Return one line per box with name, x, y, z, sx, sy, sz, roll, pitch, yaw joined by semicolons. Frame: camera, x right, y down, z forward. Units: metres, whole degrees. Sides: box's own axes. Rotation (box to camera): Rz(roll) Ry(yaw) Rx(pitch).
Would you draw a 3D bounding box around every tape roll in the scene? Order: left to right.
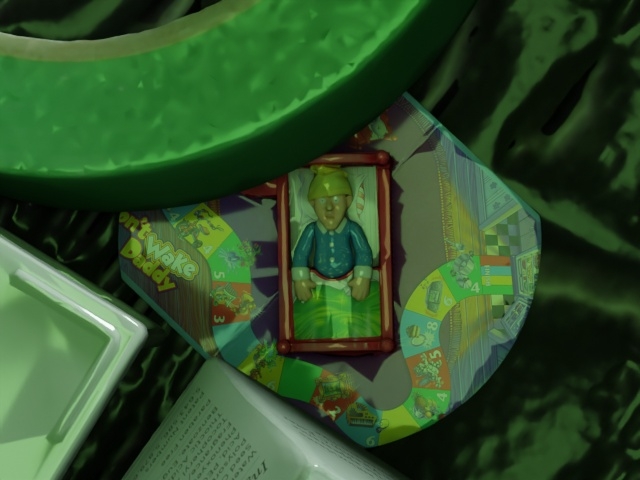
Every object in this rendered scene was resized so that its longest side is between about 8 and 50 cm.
tape roll;-0.080;-0.174;0.691;0.321;0.077;0.321;-1;82;8

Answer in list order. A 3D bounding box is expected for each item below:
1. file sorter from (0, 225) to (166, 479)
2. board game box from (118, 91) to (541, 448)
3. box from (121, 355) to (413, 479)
file sorter;-0.204;0.098;0.652;0.193;0.173;0.278;31;90;3
board game box;0.000;0.000;0.713;0.168;0.033;0.133;44;91;6
box;-0.004;0.170;0.627;0.181;0.119;0.182;35;90;-24
